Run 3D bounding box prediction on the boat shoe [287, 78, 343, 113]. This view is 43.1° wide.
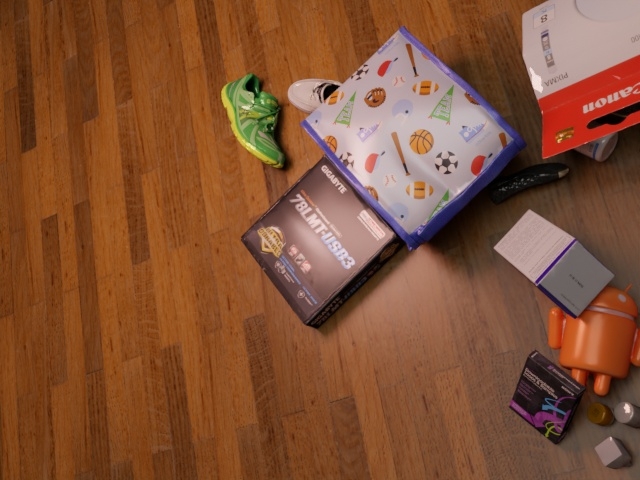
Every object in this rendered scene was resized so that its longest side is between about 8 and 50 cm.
[{"bbox_3d":[0.019,-0.354,1.966,0.258,0.084,0.095,14,82,31],"label":"boat shoe"}]

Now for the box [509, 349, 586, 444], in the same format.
[{"bbox_3d":[0.424,0.296,1.525,0.029,0.162,0.116,-28,51,-33],"label":"box"}]

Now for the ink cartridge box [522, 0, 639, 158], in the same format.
[{"bbox_3d":[0.547,-0.369,1.573,0.308,0.091,0.385,-21,42,35],"label":"ink cartridge box"}]

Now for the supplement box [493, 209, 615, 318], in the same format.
[{"bbox_3d":[0.438,0.040,1.543,0.114,0.111,0.220,-49,18,6],"label":"supplement box"}]

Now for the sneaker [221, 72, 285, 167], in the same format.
[{"bbox_3d":[-0.158,-0.308,2.034,0.123,0.109,0.296,-37,61,18],"label":"sneaker"}]

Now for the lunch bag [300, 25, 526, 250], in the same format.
[{"bbox_3d":[0.205,-0.204,1.737,0.328,0.239,0.385,-45,53,7],"label":"lunch bag"}]

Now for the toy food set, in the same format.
[{"bbox_3d":[0.583,0.387,1.455,0.111,0.104,0.232,-47,40,24],"label":"toy food set"}]

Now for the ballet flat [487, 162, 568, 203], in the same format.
[{"bbox_3d":[0.437,-0.124,1.705,0.173,0.049,0.057,-17,23,23],"label":"ballet flat"}]

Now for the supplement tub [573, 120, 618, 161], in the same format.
[{"bbox_3d":[0.542,-0.212,1.651,0.107,0.071,0.071,35,93,32],"label":"supplement tub"}]

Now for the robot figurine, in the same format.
[{"bbox_3d":[0.517,0.178,1.514,0.158,0.128,0.220,-2,72,59],"label":"robot figurine"}]

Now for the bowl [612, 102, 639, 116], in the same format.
[{"bbox_3d":[0.636,-0.311,1.624,0.170,0.080,0.170,-9,70,26],"label":"bowl"}]

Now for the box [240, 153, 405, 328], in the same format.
[{"bbox_3d":[0.000,0.000,1.881,0.293,0.073,0.295,-44,60,11],"label":"box"}]
